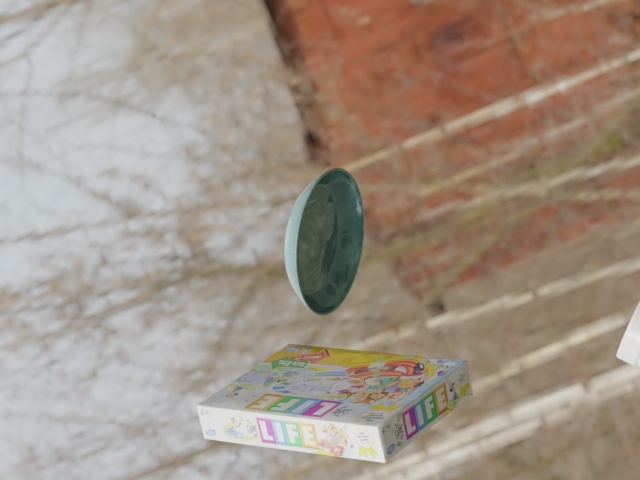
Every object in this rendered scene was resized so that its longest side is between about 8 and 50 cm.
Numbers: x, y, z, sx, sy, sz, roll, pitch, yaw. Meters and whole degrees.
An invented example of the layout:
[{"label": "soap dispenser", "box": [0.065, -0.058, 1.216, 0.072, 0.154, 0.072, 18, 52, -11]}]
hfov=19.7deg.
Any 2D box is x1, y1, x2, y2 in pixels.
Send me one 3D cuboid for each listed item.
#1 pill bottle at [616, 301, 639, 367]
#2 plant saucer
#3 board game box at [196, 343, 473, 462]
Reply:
[{"label": "pill bottle", "box": [0.252, 0.078, 1.176, 0.116, 0.065, 0.065, 24, 177, 14]}, {"label": "plant saucer", "box": [0.000, 0.000, 1.481, 0.119, 0.021, 0.119, -26, -60, -58]}, {"label": "board game box", "box": [0.009, 0.106, 1.226, 0.103, 0.154, 0.026, -32, -64, -46]}]
